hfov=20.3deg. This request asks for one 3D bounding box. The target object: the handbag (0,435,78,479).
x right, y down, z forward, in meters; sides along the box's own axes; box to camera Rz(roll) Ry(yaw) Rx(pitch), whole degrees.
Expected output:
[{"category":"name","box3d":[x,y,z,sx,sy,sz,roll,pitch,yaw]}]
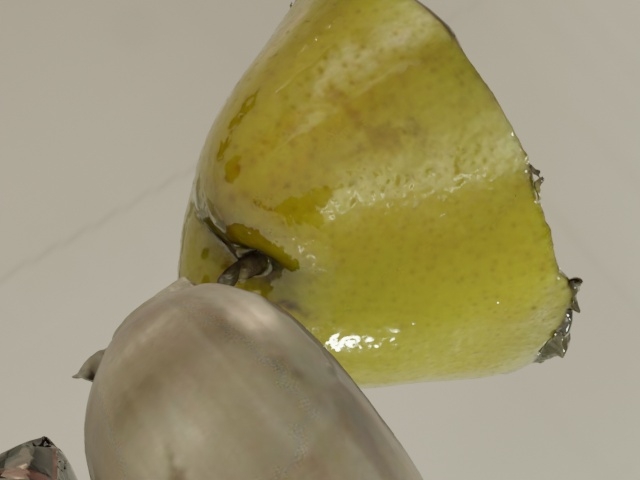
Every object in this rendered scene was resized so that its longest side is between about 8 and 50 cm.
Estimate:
[{"category":"handbag","box3d":[-0.208,0.227,1.038,0.169,0.155,0.215,-20,-154,-3]}]

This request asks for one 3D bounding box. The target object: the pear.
[{"category":"pear","box3d":[-0.001,-0.002,1.010,0.178,0.267,0.267,-32,169,-22]}]

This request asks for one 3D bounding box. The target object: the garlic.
[{"category":"garlic","box3d":[0.006,0.121,0.678,0.148,0.266,0.128,-22,163,-49]}]
